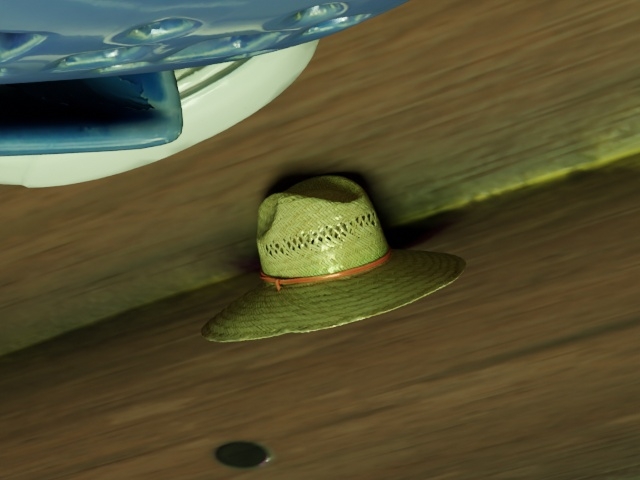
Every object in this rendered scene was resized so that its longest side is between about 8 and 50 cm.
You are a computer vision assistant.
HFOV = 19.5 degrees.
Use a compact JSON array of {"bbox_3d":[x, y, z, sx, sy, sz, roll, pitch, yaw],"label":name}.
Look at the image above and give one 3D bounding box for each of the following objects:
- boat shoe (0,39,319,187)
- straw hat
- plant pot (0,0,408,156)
[{"bbox_3d":[-0.171,-0.098,0.760,0.335,0.121,0.119,-3,148,9],"label":"boat shoe"},{"bbox_3d":[0.000,0.000,0.939,0.144,0.144,0.061,-13,101,18],"label":"straw hat"},{"bbox_3d":[-0.112,-0.147,0.558,0.236,0.236,0.212,-5,162,-37],"label":"plant pot"}]
